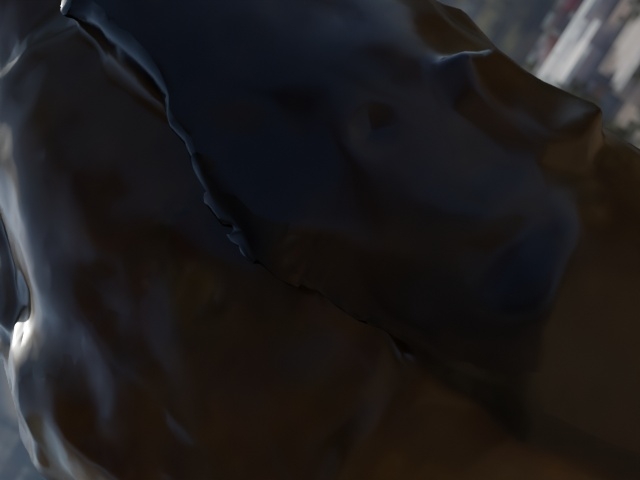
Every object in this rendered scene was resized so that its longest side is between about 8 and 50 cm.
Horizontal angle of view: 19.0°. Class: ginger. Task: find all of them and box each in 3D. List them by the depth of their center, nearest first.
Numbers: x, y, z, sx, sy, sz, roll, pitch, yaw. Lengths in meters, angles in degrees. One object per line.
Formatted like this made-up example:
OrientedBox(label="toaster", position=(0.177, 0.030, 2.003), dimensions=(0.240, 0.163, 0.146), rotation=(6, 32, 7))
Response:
OrientedBox(label="ginger", position=(0.000, 0.000, 0.479), dimensions=(0.172, 0.321, 0.165), rotation=(-34, -17, -21))
